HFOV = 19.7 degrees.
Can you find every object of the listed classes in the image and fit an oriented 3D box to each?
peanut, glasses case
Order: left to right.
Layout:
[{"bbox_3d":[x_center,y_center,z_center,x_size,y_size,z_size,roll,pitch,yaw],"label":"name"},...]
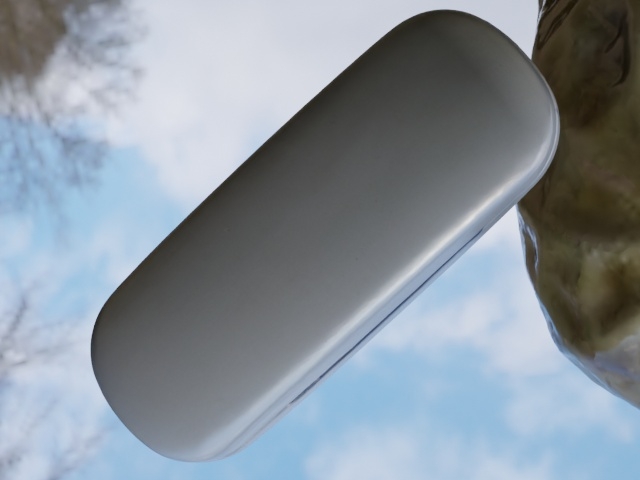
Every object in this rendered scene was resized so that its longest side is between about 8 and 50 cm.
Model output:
[{"bbox_3d":[0.000,0.000,0.551,0.164,0.063,0.041,-43,167,10],"label":"glasses case"},{"bbox_3d":[0.145,-0.090,0.683,0.140,0.153,0.325,3,-106,17],"label":"peanut"}]
